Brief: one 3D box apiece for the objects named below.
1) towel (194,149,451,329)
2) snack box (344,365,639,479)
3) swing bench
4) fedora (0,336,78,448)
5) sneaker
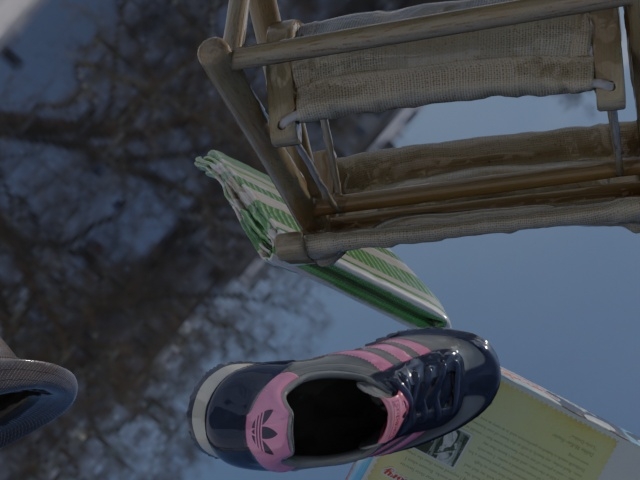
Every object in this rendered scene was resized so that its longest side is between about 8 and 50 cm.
[{"bbox_3d":[0.000,0.000,1.602,0.038,0.247,0.325,-61,-155,9],"label":"towel"},{"bbox_3d":[0.205,0.244,1.456,0.187,0.321,0.060,-62,-172,7],"label":"snack box"},{"bbox_3d":[0.085,-0.090,0.905,0.253,0.255,0.165,-7,-134,12],"label":"swing bench"},{"bbox_3d":[-0.337,0.112,1.178,0.243,0.124,0.275,-28,167,18],"label":"fedora"},{"bbox_3d":[0.053,0.144,1.242,0.319,0.112,0.131,-9,-171,-34],"label":"sneaker"}]
